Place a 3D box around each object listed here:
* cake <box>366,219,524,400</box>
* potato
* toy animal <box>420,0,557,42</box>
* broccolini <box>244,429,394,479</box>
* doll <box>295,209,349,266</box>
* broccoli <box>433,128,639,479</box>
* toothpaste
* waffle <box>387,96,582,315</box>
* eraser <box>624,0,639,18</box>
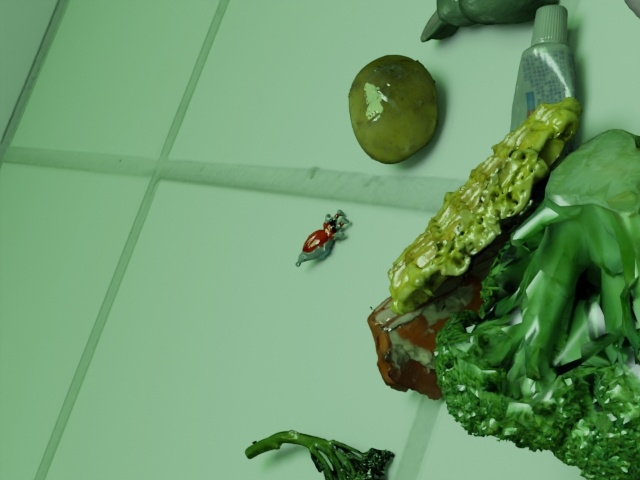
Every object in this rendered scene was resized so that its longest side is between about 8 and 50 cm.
[{"bbox_3d":[0.167,0.073,1.284,0.287,0.135,0.098,-53,21,0],"label":"cake"},{"bbox_3d":[0.110,-0.204,1.501,0.137,0.137,0.176,-35,47,34],"label":"potato"},{"bbox_3d":[0.223,-0.359,1.453,0.236,0.138,0.108,-1,102,47],"label":"toy animal"},{"bbox_3d":[-0.017,0.333,1.392,0.271,0.062,0.123,0,54,45],"label":"broccolini"},{"bbox_3d":[0.001,0.000,1.589,0.114,0.039,0.057,-47,66,10],"label":"doll"},{"bbox_3d":[0.300,0.064,0.945,0.413,0.310,0.321,-34,67,-13],"label":"broccoli"},{"bbox_3d":[0.296,-0.174,1.312,0.099,0.068,0.283,139,138,-77],"label":"toothpaste"},{"bbox_3d":[0.193,-0.045,1.196,0.312,0.060,0.307,-48,3,42],"label":"waffle"},{"bbox_3d":[0.452,-0.101,0.889,0.122,0.272,0.359,-42,43,24],"label":"eraser"}]
